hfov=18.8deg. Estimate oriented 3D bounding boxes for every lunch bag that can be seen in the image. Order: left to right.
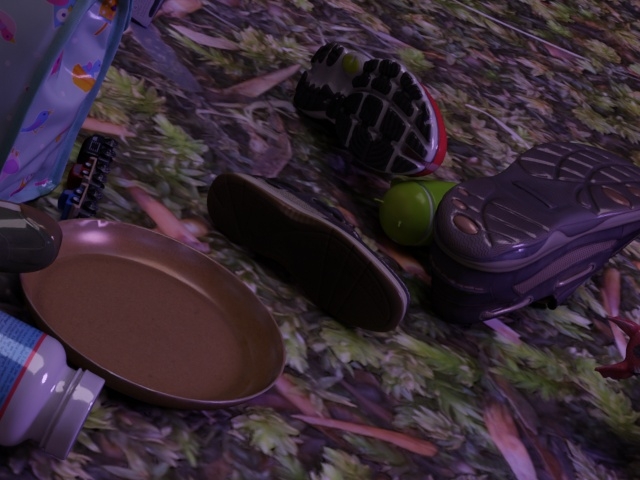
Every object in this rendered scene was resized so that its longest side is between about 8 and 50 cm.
[{"bbox_3d":[-0.291,-0.185,1.635,0.223,0.262,0.160,34,28,12],"label":"lunch bag"}]

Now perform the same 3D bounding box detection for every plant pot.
[{"bbox_3d":[-0.142,0.065,1.593,0.236,0.032,0.236,21,28,-12],"label":"plant pot"}]

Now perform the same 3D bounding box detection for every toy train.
[{"bbox_3d":[-0.210,-0.055,1.742,0.036,0.027,0.158,20,28,-8],"label":"toy train"}]

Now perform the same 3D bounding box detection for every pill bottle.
[{"bbox_3d":[-0.241,0.094,1.390,0.160,0.087,0.087,27,27,-2],"label":"pill bottle"}]

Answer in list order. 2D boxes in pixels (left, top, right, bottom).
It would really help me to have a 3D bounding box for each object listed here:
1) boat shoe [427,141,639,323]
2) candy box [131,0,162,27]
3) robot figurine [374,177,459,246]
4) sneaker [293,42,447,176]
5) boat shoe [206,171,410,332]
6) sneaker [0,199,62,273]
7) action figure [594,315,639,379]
[{"bbox_3d":[0.219,-0.006,1.947,0.355,0.130,0.132,-15,46,-45],"label":"boat shoe"},{"bbox_3d":[-0.248,-0.334,2.141,0.196,0.070,0.165,27,27,-4],"label":"candy box"},{"bbox_3d":[0.107,-0.027,1.943,0.115,0.067,0.101,1,36,-41],"label":"robot figurine"},{"bbox_3d":[0.078,-0.135,2.027,0.118,0.107,0.279,22,13,-30],"label":"sneaker"},{"bbox_3d":[-0.001,0.001,1.782,0.223,0.080,0.073,33,32,20],"label":"boat shoe"},{"bbox_3d":[-0.301,0.009,1.494,0.192,0.064,0.086,10,34,-5],"label":"sneaker"},{"bbox_3d":[0.418,0.137,1.752,0.370,0.248,0.275,26,26,-10],"label":"action figure"}]
